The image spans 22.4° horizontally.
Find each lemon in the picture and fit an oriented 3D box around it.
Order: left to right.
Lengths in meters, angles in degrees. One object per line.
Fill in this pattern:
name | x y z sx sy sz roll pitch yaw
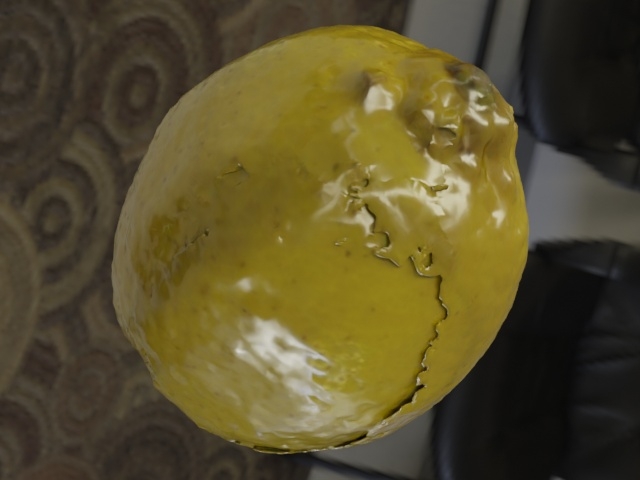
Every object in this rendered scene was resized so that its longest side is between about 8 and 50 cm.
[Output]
lemon | 0.000 0.000 0.821 0.204 0.204 0.260 -23 162 -52
